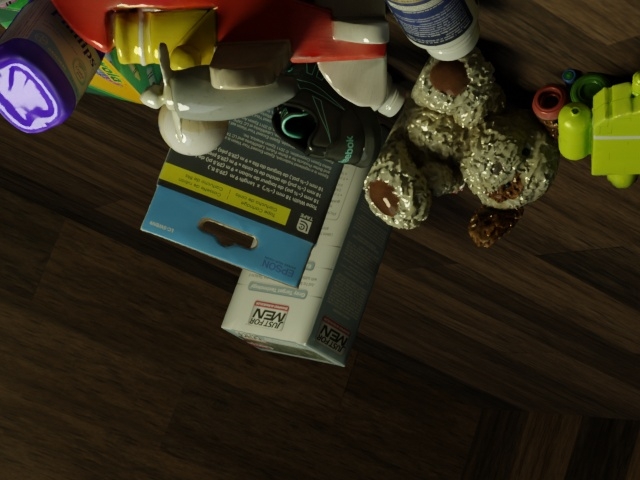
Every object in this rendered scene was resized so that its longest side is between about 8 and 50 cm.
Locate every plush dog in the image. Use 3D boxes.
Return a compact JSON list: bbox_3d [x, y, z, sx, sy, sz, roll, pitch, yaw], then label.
[{"bbox_3d":[0.210,-0.125,1.675,0.225,0.262,0.210,27,-159,1],"label":"plush dog"}]

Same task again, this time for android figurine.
[{"bbox_3d":[0.413,-0.134,1.509,0.248,0.056,0.273,-1,160,13],"label":"android figurine"}]

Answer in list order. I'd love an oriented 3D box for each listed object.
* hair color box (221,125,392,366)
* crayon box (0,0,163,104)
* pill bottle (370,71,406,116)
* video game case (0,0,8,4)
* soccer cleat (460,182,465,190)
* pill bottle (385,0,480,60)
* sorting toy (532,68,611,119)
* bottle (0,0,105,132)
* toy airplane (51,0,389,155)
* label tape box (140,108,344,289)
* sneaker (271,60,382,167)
[{"bbox_3d":[0.000,0.000,2.013,0.185,0.374,0.114,7,161,41],"label":"hair color box"},{"bbox_3d":[-0.375,-0.318,1.936,0.165,0.081,0.278,14,164,24],"label":"crayon box"},{"bbox_3d":[0.060,-0.220,1.753,0.116,0.065,0.065,26,165,-23],"label":"pill bottle"},{"bbox_3d":[-0.489,-0.345,1.622,0.300,0.329,0.036,11,122,30],"label":"video game case"},{"bbox_3d":[0.207,-0.097,2.082,0.036,0.029,0.083,26,170,-37],"label":"soccer cleat"},{"bbox_3d":[0.126,-0.274,1.410,0.094,0.094,0.169,12,163,27],"label":"pill bottle"},{"bbox_3d":[0.319,-0.179,1.571,0.102,0.061,0.042,-7,156,22],"label":"sorting toy"},{"bbox_3d":[-0.328,-0.249,1.562,0.092,0.283,0.118,-21,119,24],"label":"bottle"},{"bbox_3d":[-0.101,-0.225,1.513,0.384,0.272,0.386,30,-163,36],"label":"toy airplane"},{"bbox_3d":[-0.093,-0.115,1.800,0.241,0.333,0.106,21,165,-5],"label":"label tape box"},{"bbox_3d":[-0.020,-0.190,1.663,0.106,0.101,0.267,-8,-143,-28],"label":"sneaker"}]
